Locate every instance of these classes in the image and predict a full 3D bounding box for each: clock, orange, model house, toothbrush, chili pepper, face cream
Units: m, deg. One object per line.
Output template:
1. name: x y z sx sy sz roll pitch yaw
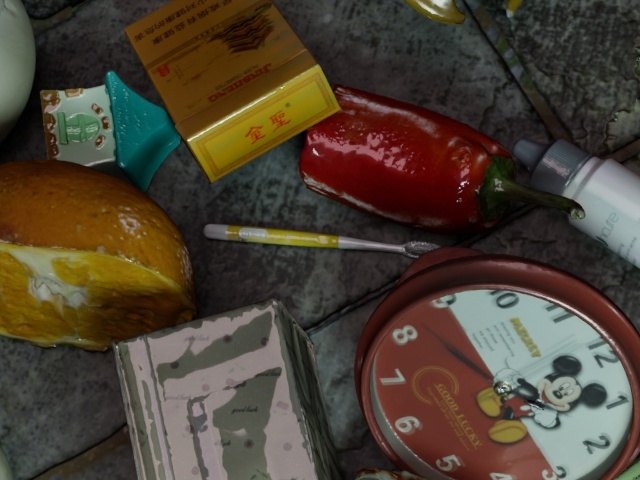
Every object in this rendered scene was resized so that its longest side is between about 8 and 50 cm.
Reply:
1. clock: 0.192 0.153 1.614 0.319 0.318 0.080 7 30 12
2. orange: -0.310 0.032 1.729 0.310 0.274 0.274 -25 70 -5
3. model house: -0.250 -0.127 1.851 0.149 0.100 0.127 -12 72 4
4. toothbrush: 0.000 0.000 1.807 0.288 0.024 0.021 5 76 11
5. chili pepper: 0.151 -0.070 1.748 0.338 0.131 0.134 16 51 18
6. face cream: 0.348 -0.028 1.722 0.311 0.092 0.092 35 81 17

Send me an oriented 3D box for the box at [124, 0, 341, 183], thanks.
1. box: -0.110 -0.202 1.799 0.174 0.076 0.274 -31 42 -1

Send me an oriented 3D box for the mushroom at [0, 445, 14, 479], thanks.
1. mushroom: -0.471 0.296 1.716 0.246 0.202 0.246 19 50 -25

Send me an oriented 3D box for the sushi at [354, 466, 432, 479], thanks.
1. sushi: 0.169 0.355 1.605 0.332 0.124 0.130 24 68 10

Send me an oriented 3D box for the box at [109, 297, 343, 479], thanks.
1. box: -0.081 0.242 1.640 0.190 0.225 0.297 -14 73 6

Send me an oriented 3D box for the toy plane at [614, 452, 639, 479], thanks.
1. toy plane: 0.343 0.250 1.663 0.111 0.040 0.102 -37 69 -2

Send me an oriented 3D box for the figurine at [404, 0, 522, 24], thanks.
1. figurine: 0.132 -0.473 1.808 0.387 0.268 0.401 31 91 3

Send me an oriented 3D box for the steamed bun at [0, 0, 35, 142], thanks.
1. steamed bun: -0.504 -0.221 1.865 0.324 0.206 0.324 -3 74 11

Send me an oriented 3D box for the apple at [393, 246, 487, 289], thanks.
1. apple: 0.148 0.080 1.707 0.153 0.120 0.153 -3 71 10
